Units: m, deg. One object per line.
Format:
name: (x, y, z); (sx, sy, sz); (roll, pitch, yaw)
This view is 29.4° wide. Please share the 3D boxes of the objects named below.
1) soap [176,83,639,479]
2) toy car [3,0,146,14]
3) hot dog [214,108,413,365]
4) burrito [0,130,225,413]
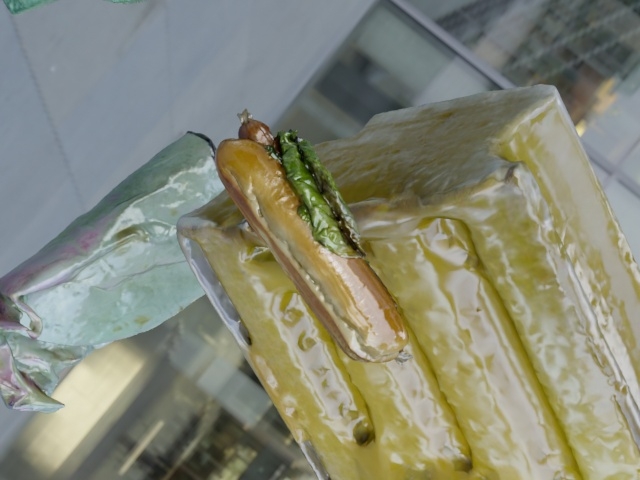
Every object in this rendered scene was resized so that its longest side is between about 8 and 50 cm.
soap: (0.078, 0.067, 0.764); (0.259, 0.281, 0.143); (-8, -148, 37)
toy car: (-0.091, -0.224, 0.829); (0.141, 0.097, 0.320); (-29, -168, -39)
hot dog: (0.000, 0.000, 0.536); (0.041, 0.133, 0.056); (-36, -177, -5)
burrito: (-0.164, 0.025, 0.933); (0.229, 0.089, 0.144); (-35, 141, -27)
